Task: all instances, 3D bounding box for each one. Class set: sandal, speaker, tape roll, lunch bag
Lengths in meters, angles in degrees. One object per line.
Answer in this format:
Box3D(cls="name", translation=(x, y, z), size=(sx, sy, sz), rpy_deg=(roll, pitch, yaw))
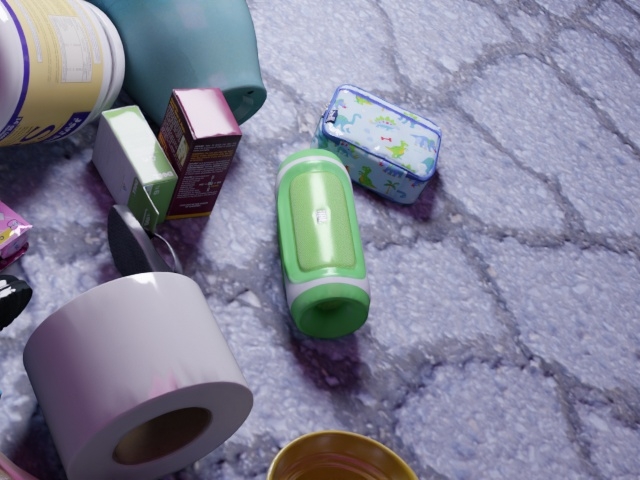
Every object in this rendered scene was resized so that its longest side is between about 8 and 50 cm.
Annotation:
Box3D(cls="sandal", translation=(-0.226, 0.056, 1.570), size=(0.054, 0.097, 0.254), rpy_deg=(-28, 77, -37))
Box3D(cls="speaker", translation=(0.000, 0.000, 1.691), size=(0.131, 0.131, 0.297), rpy_deg=(7, 49, -19))
Box3D(cls="tape roll", translation=(-0.226, 0.177, 1.356), size=(0.246, 0.246, 0.169), rpy_deg=(-11, 58, -31))
Box3D(cls="lunch bag", translation=(0.100, -0.175, 1.912), size=(0.219, 0.090, 0.176), rpy_deg=(26, 43, -3))

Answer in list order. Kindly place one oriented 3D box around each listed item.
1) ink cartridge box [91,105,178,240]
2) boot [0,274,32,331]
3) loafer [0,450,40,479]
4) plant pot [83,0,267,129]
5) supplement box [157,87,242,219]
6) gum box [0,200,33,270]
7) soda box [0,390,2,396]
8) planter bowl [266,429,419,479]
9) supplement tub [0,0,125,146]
Box3D(cls="ink cartridge box", translation=(-0.273, -0.091, 1.657), size=(0.062, 0.109, 0.209), rpy_deg=(-15, 59, -32))
Box3D(cls="boot", translation=(-0.510, 0.057, 1.338), size=(0.246, 0.094, 0.207), rpy_deg=(-35, 75, -34))
Box3D(cls="loafer", translation=(-0.405, 0.294, 1.273), size=(0.268, 0.102, 0.092), rpy_deg=(30, 40, 2))
Box3D(cls="plant pot", translation=(-0.218, -0.307, 1.776), size=(0.271, 0.271, 0.255), rpy_deg=(-17, 74, -34))
Box3D(cls="supplement box", translation=(-0.196, -0.132, 1.671), size=(0.080, 0.188, 0.104), rpy_deg=(-7, 55, -30))
Box3D(cls="gum box", translation=(-0.498, 0.009, 1.503), size=(0.107, 0.062, 0.188), rpy_deg=(37, 47, 9))
Box3D(cls="soda box", translation=(-0.498, 0.155, 1.375), size=(0.210, 0.067, 0.071), rpy_deg=(42, 48, 14))
Box3D(cls="planter bowl", translation=(0.025, 0.359, 1.410), size=(0.217, 0.090, 0.217), rpy_deg=(11, 41, -10))
Box3D(cls="supplement tub", translation=(-0.451, -0.255, 1.564), size=(0.241, 0.241, 0.331), rpy_deg=(38, 19, 11))
